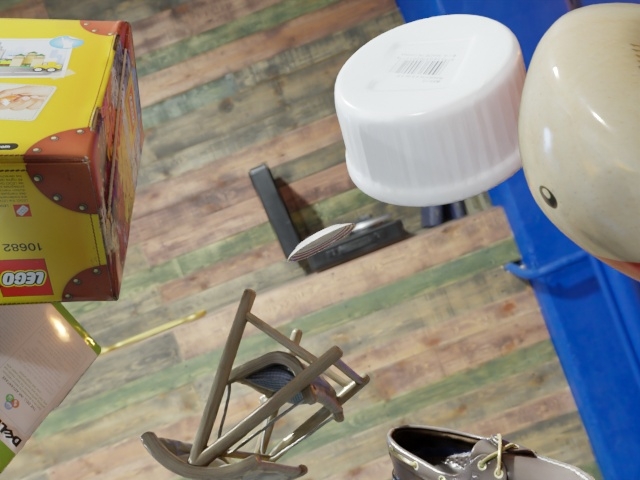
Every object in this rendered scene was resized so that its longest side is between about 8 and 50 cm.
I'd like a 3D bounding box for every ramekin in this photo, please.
[{"bbox_3d":[0.151,-0.188,0.886,0.277,0.135,0.277,-13,42,12],"label":"ramekin"}]

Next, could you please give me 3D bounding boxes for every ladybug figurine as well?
[{"bbox_3d":[0.361,-0.053,0.575,0.449,0.305,0.162,14,-40,-15],"label":"ladybug figurine"}]

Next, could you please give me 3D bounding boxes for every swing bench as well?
[{"bbox_3d":[-0.078,0.244,0.939,0.255,0.165,0.253,-56,-23,-9],"label":"swing bench"}]

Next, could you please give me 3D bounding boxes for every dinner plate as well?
[{"bbox_3d":[0.000,0.000,1.171,0.141,0.017,0.141,-28,-8,-4],"label":"dinner plate"}]

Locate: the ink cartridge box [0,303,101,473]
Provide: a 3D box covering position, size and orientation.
[{"bbox_3d":[-0.426,0.164,0.818,0.097,0.189,0.255,-27,20,26],"label":"ink cartridge box"}]

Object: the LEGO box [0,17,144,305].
[{"bbox_3d":[-0.486,-0.110,0.766,0.499,0.193,0.373,-1,39,-8],"label":"LEGO box"}]

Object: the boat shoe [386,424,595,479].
[{"bbox_3d":[0.219,0.312,0.869,0.116,0.097,0.324,-32,15,-37],"label":"boat shoe"}]
